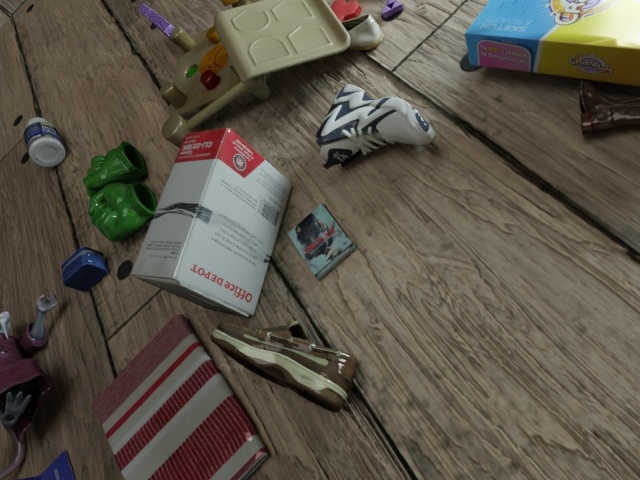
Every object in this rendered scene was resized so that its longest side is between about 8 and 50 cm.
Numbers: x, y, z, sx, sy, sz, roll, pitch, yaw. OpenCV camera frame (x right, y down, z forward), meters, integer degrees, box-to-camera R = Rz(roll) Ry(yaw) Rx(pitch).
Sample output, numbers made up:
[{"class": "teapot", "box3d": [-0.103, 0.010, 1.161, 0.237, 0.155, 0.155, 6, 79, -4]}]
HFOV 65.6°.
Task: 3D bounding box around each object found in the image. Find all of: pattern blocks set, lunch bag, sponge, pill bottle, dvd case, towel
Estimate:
[{"class": "pattern blocks set", "box3d": [0.151, -0.609, 1.076, 0.286, 0.026, 0.324, -1, 66, 31]}, {"class": "lunch bag", "box3d": [-0.541, 0.065, 1.133, 0.098, 0.067, 0.065, -38, 52, 12]}, {"class": "sponge", "box3d": [-0.405, -0.562, 1.338, 0.031, 0.117, 0.210, -48, 51, 5]}, {"class": "pill bottle", "box3d": [-0.825, -0.298, 1.477, 0.094, 0.094, 0.169, -45, 52, 5]}, {"class": "dvd case", "box3d": [0.000, 0.000, 0.866, 0.087, 0.013, 0.119, -40, 53, 8]}, {"class": "towel", "box3d": [-0.248, 0.314, 0.847, 0.237, 0.037, 0.329, -47, 53, 0]}]

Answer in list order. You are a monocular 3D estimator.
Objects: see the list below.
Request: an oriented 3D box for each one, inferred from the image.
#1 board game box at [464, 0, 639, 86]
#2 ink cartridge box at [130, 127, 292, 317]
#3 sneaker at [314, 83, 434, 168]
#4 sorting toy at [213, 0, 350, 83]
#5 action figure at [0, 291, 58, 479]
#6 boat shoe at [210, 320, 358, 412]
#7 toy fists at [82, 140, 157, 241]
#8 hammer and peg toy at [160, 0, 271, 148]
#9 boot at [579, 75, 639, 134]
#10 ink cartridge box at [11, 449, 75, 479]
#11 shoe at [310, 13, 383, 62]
[{"class": "board game box", "box3d": [0.415, -0.344, 0.729, 0.317, 0.064, 0.242, 24, 71, 38]}, {"class": "ink cartridge box", "box3d": [-0.178, -0.025, 0.871, 0.114, 0.197, 0.272, 1, 66, 34]}, {"class": "sneaker", "box3d": [0.074, -0.173, 0.859, 0.235, 0.094, 0.153, 37, 90, 39]}, {"class": "sorting toy", "box3d": [-0.100, -0.454, 1.028, 0.229, 0.041, 0.307, -22, 61, -7]}, {"class": "action figure", "box3d": [-0.684, 0.285, 1.080, 0.370, 0.248, 0.275, 38, 132, 51]}, {"class": "boat shoe", "box3d": [-0.055, 0.171, 0.774, 0.258, 0.095, 0.095, 18, 63, 31]}, {"class": "toy fists", "box3d": [-0.485, -0.115, 1.173, 0.142, 0.096, 0.279, -38, 54, 11]}, {"class": "hammer and peg toy", "box3d": [-0.226, -0.364, 1.121, 0.266, 0.127, 0.361, -15, 59, 23]}, {"class": "boot", "box3d": [0.425, -0.197, 0.691, 0.114, 0.037, 0.106, -4, 67, 28]}, {"class": "ink cartridge box", "box3d": [-0.530, 0.590, 0.860, 0.307, 0.072, 0.304, -50, 51, 3]}, {"class": "shoe", "box3d": [0.025, -0.428, 1.040, 0.219, 0.058, 0.076, 3, 68, 33]}]
